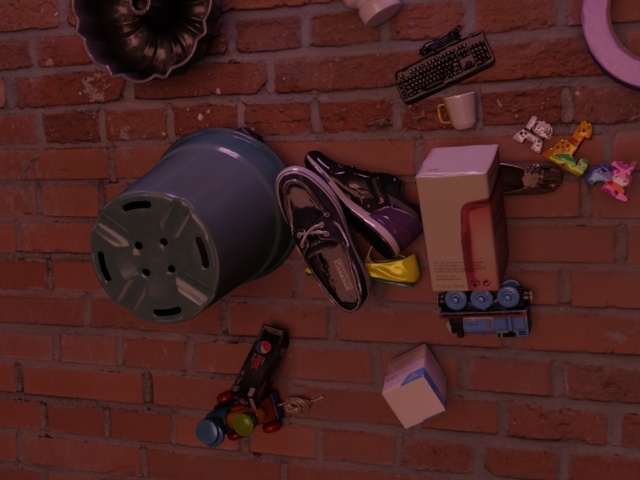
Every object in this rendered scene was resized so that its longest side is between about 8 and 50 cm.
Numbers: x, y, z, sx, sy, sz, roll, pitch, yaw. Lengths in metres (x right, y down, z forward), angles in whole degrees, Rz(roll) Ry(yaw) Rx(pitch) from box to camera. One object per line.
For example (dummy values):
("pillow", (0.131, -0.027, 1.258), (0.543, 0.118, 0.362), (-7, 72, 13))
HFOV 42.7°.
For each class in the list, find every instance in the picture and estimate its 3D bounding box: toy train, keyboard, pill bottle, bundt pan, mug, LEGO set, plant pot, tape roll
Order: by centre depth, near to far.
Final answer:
("tape roll", (0.592, -0.393, 1.404), (0.275, 0.090, 0.274), (2, 96, 20))
("LEGO set", (0.475, -0.163, 1.473), (0.227, 0.087, 0.093), (35, 102, 20))
("mug", (0.267, -0.245, 1.558), (0.062, 0.078, 0.064), (-15, 100, -12))
("toy train", (0.315, 0.134, 1.561), (0.184, 0.080, 0.105), (-5, 100, 20))
("pill bottle", (0.075, -0.512, 1.565), (0.108, 0.108, 0.193), (-30, 86, 20))
("keyboard", (0.228, -0.341, 1.566), (0.192, 0.038, 0.100), (-24, 87, 19))
("plant pot", (-0.247, -0.019, 1.572), (0.341, 0.334, 0.341), (5, 109, 15))
("toy train", (-0.129, 0.363, 1.704), (0.248, 0.143, 0.105), (-16, 90, 20))
("bundt pan", (-0.346, -0.489, 1.709), (0.331, 0.124, 0.330), (2, 97, 20))

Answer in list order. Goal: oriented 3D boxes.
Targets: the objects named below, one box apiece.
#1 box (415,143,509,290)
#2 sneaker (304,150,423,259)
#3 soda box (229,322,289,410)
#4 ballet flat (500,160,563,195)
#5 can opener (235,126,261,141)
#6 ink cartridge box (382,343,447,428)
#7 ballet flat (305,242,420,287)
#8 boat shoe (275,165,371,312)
("box", (0.263, -0.041, 1.486), (0.127, 0.148, 0.232), (-1, 116, 21))
("sneaker", (0.092, -0.094, 1.623), (0.124, 0.107, 0.283), (-40, 70, -13))
("soda box", (-0.124, 0.260, 1.687), (0.053, 0.060, 0.168), (15, 57, 18))
("ballet flat", (0.326, -0.113, 1.541), (0.250, 0.058, 0.084), (0, 95, 20))
("can opener", (-0.195, -0.162, 1.723), (0.073, 0.059, 0.186), (44, 114, -7))
("ink cartridge box", (0.187, 0.277, 1.593), (0.092, 0.143, 0.090), (-29, 103, 20))
("ballet flat", (0.085, 0.044, 1.634), (0.231, 0.077, 0.077), (5, 99, 12))
("boat shoe", (0.000, 0.000, 1.547), (0.108, 0.102, 0.301), (-24, 97, 15))
